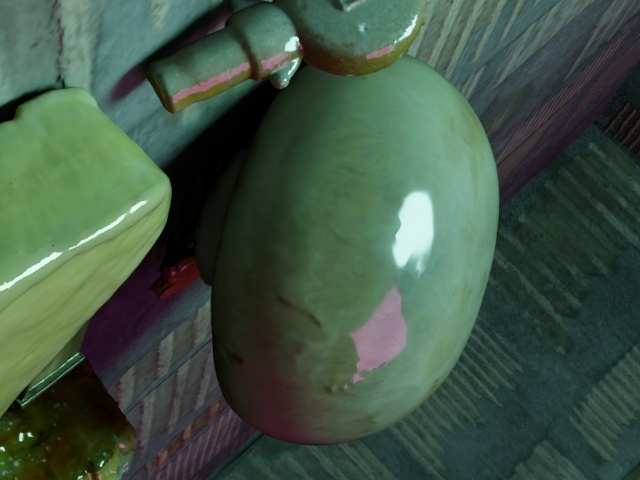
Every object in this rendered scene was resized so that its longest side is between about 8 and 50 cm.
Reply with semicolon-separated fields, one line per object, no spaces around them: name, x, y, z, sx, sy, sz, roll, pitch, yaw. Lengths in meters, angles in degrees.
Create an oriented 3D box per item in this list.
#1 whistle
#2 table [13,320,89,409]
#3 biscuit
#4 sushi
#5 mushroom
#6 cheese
whistle;-0.016;-0.149;0.910;0.220;0.107;0.057;-27;170;-13
table;-0.215;0.054;0.964;0.070;0.083;0.082;-39;163;-44
biscuit;-0.121;0.011;1.341;0.102;0.019;0.130;-38;167;-41
sushi;-0.289;0.236;1.242;0.274;0.139;0.184;-34;163;-34
mushroom;0.000;0.000;1.201;0.362;0.294;0.362;17;90;-71
cheese;-0.274;0.075;0.735;0.384;0.104;0.384;-43;170;-9
